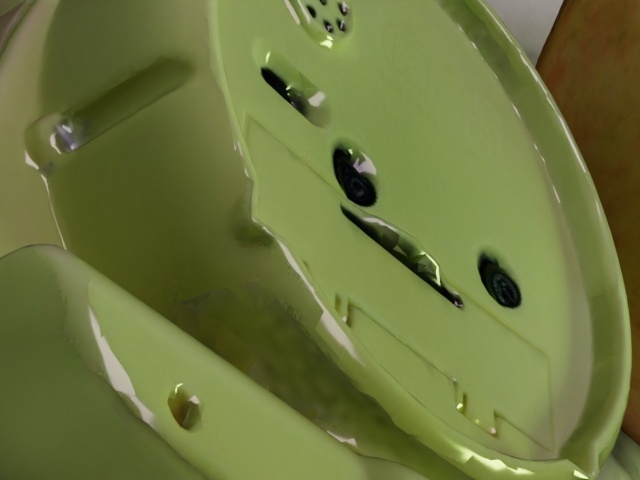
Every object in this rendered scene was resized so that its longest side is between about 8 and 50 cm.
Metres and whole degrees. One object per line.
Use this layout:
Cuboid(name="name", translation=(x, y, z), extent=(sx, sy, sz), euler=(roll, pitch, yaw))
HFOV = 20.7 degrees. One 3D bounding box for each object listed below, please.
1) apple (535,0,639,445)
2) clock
Cuboid(name="apple", translation=(0.284, -0.046, 0.847), extent=(0.391, 0.347, 0.391), euler=(37, 42, -44))
Cuboid(name="clock", translation=(0.000, 0.000, 0.622), extent=(0.286, 0.117, 0.348), euler=(38, 38, -32))
